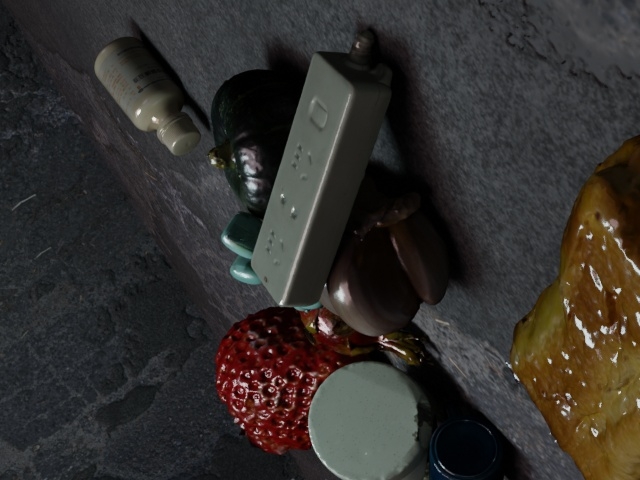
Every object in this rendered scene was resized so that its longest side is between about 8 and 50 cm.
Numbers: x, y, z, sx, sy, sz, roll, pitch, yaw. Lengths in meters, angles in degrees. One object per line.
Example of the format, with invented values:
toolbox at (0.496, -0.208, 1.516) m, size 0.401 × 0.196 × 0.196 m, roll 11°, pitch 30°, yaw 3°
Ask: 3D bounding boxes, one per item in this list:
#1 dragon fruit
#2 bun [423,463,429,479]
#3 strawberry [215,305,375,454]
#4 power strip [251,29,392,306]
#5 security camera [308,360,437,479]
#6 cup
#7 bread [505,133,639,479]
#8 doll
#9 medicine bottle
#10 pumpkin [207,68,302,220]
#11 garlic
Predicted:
dragon fruit at (0.067, 0.128, 1.414) m, size 0.246 × 0.125 × 0.125 m, roll 23°, pitch 177°, yaw 30°
bun at (0.198, 0.548, 1.641) m, size 0.362 × 0.234 × 0.326 m, roll 66°, pitch 168°, yaw -11°
strawberry at (-0.030, 0.249, 1.736) m, size 0.292 × 0.309 × 0.292 m, roll 58°, pitch -165°, yaw -25°
power strip at (-0.002, -0.071, 1.026) m, size 0.098 × 0.058 × 0.338 m, roll 52°, pitch 132°, yaw 46°
security camera at (0.095, 0.300, 1.468) m, size 0.194 × 0.194 × 0.236 m, roll 49°, pitch 178°, yaw 24°
cup at (0.205, 0.326, 1.378) m, size 0.150 × 0.113 × 0.138 m, roll 44°, pitch 158°, yaw 33°
bread at (0.248, 0.055, 0.653) m, size 0.344 × 0.148 × 0.195 m, roll 89°, pitch 156°, yaw -64°
doll at (-0.052, 0.041, 1.243) m, size 0.158 × 0.059 × 0.159 m, roll 22°, pitch 150°, yaw 22°
medicine bottle at (-0.323, -0.270, 1.764) m, size 0.252 × 0.114 × 0.114 m, roll 51°, pitch 164°, yaw 20°
pumpkin at (-0.073, -0.125, 1.236) m, size 0.212 × 0.152 × 0.212 m, roll 49°, pitch 158°, yaw 28°
garlic at (0.051, 0.019, 1.145) m, size 0.214 × 0.160 × 0.191 m, roll 31°, pitch 146°, yaw 51°
